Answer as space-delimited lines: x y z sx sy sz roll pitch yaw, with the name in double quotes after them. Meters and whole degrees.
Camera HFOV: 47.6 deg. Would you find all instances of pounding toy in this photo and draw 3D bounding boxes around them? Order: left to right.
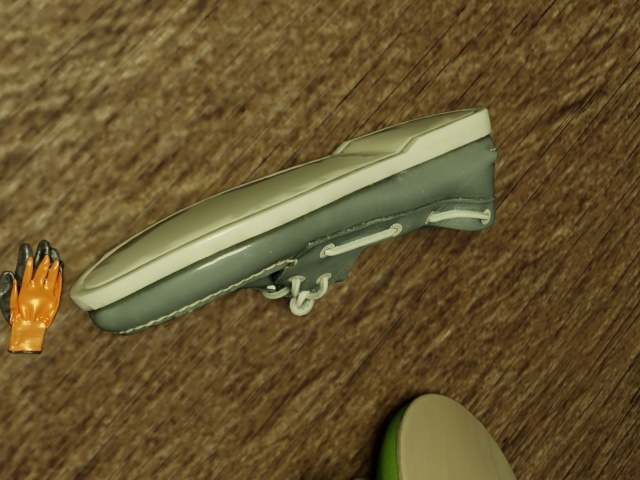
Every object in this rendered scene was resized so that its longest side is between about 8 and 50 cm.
0.070 0.236 0.568 0.183 0.110 0.237 59 30 5 "pounding toy"

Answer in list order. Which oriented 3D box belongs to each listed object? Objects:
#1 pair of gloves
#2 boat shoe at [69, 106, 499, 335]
-0.200 0.031 0.439 0.083 0.010 0.074 13 94 -30 "pair of gloves"
0.000 0.000 0.484 0.319 0.116 0.099 -26 108 -28 "boat shoe"
